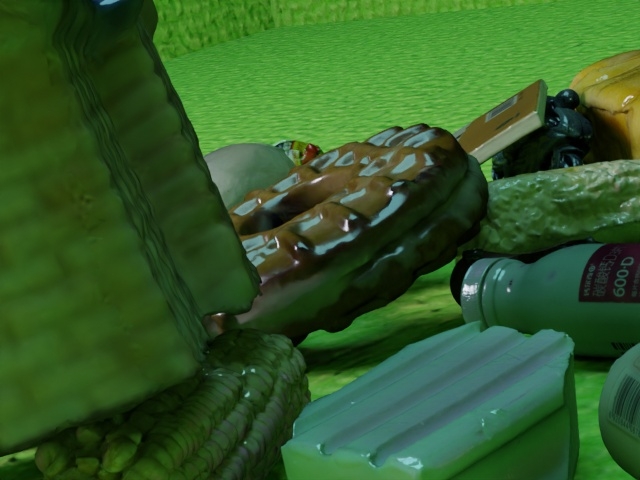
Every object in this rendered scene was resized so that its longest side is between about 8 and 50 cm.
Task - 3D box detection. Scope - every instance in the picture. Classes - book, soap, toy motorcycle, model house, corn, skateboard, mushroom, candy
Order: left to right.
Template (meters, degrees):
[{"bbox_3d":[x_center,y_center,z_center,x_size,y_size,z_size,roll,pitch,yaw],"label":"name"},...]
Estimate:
[{"bbox_3d":[-0.283,-0.065,1.313,0.395,0.400,0.445,-18,8,1],"label":"model house"},{"bbox_3d":[-0.089,0.142,1.313,0.126,0.127,0.335,-6,10,23],"label":"corn"},{"bbox_3d":[-0.132,-0.055,2.358,0.305,0.083,0.091,-16,12,18],"label":"candy"},{"bbox_3d":[-0.103,-0.030,2.073,0.128,0.128,0.350,-8,16,15],"label":"mushroom"},{"bbox_3d":[0.114,-0.074,2.043,0.295,0.020,0.208,-32,9,15],"label":"book"},{"bbox_3d":[0.084,0.134,1.240,0.145,0.091,0.230,4,19,42],"label":"soap"},{"bbox_3d":[0.189,0.031,1.698,0.151,0.067,0.080,-9,1,-14],"label":"skateboard"},{"bbox_3d":[0.247,-0.109,2.100,0.061,0.124,0.193,20,1,-22],"label":"toy motorcycle"}]

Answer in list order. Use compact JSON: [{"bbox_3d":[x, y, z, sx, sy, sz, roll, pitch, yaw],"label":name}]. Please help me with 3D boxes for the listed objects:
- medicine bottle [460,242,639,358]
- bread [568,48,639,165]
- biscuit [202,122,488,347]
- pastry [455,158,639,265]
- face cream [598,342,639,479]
[{"bbox_3d":[0.214,0.047,1.501,0.216,0.090,0.090,0,17,43],"label":"medicine bottle"},{"bbox_3d":[0.379,-0.135,2.086,0.166,0.132,0.294,-19,15,-5],"label":"bread"},{"bbox_3d":[0.000,0.000,1.730,0.332,0.103,0.332,-26,12,6],"label":"biscuit"},{"bbox_3d":[0.245,-0.024,1.796,0.258,0.089,0.121,-8,-17,-2],"label":"pastry"},{"bbox_3d":[0.250,0.126,1.092,0.101,0.101,0.251,-14,13,-12],"label":"face cream"}]
